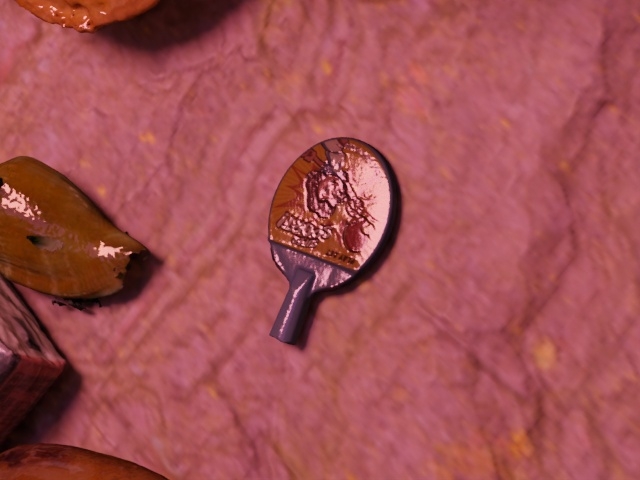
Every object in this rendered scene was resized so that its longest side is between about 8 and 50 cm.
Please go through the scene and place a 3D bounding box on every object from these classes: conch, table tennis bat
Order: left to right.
[{"bbox_3d":[-0.227,-0.012,1.169,0.200,0.079,0.095,38,119,21],"label":"conch"},{"bbox_3d":[0.000,0.000,1.062,0.100,0.019,0.155,22,90,31],"label":"table tennis bat"}]

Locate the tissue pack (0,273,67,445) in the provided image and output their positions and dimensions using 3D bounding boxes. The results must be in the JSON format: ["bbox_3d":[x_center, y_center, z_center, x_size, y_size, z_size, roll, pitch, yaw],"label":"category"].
[{"bbox_3d":[-0.370,0.132,1.200,0.316,0.103,0.228,-49,60,12],"label":"tissue pack"}]

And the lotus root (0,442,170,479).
[{"bbox_3d":[-0.190,0.218,1.060,0.278,0.154,0.154,12,86,36],"label":"lotus root"}]

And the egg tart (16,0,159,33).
[{"bbox_3d":[-0.154,-0.272,1.155,0.241,0.106,0.241,-5,78,26],"label":"egg tart"}]
